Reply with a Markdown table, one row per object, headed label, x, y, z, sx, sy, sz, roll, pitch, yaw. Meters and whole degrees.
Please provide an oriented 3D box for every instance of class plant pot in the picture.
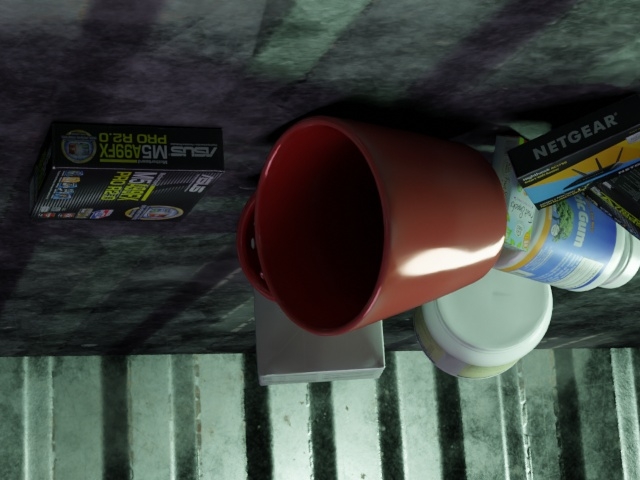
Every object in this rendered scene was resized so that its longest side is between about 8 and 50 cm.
| label | x | y | z | sx | sy | sz | roll | pitch | yaw |
| --- | --- | --- | --- | --- | --- | --- | --- | --- | --- |
| plant pot | 0.000 | 0.000 | 1.899 | 0.191 | 0.191 | 0.174 | -10 | 174 | 26 |
| plant pot | 0.087 | -0.026 | 1.676 | 0.243 | 0.275 | 0.275 | -6 | 172 | -39 |

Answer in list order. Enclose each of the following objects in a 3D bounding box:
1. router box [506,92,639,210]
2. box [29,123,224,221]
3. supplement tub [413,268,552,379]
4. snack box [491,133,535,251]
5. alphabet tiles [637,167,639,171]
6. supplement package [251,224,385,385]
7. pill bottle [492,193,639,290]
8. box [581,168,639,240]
| label | x | y | z | sx | sy | sz | roll | pitch | yaw |
| --- | --- | --- | --- | --- | --- | --- | --- | --- | --- |
| router box | 0.338 | -0.110 | 1.667 | 0.179 | 0.046 | 0.133 | -24 | 156 | 14 |
| box | -0.261 | -0.084 | 1.722 | 0.216 | 0.060 | 0.270 | 1 | 167 | -19 |
| supplement tub | 0.299 | 0.126 | 2.427 | 0.235 | 0.235 | 0.325 | -3 | 168 | -1 |
| snack box | 0.259 | -0.063 | 1.761 | 0.037 | 0.141 | 0.100 | 7 | 174 | 31 |
| alphabet tiles | 0.569 | -0.120 | 1.807 | 0.284 | 0.021 | 0.278 | -7 | 169 | -10 |
| supplement package | -0.007 | 0.094 | 2.130 | 0.204 | 0.262 | 0.145 | -3 | 168 | -2 |
| pill bottle | 0.358 | -0.008 | 1.962 | 0.272 | 0.152 | 0.152 | 14 | 159 | -38 |
| box | 0.427 | -0.056 | 1.805 | 0.045 | 0.190 | 0.184 | -49 | 166 | 0 |
